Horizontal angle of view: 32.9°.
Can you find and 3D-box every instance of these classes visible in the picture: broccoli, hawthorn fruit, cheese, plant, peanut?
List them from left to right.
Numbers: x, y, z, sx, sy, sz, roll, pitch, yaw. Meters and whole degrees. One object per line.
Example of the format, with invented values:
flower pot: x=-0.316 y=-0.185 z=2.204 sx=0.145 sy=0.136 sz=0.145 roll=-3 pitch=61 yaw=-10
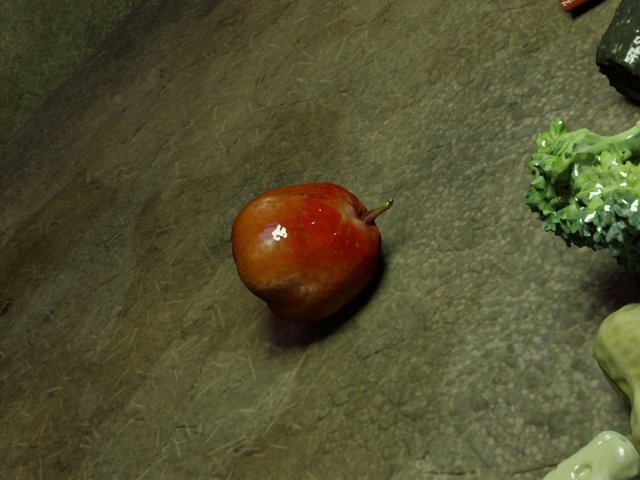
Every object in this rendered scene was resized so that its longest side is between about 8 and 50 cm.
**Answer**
hawthorn fruit: x=0.000 y=0.000 z=1.453 sx=0.225 sy=0.196 sz=0.196 roll=-26 pitch=36 yaw=13
cheese: x=0.223 y=0.257 z=1.035 sx=0.194 sy=0.043 sz=0.065 roll=-43 pitch=27 yaw=9
plant: x=0.428 y=-0.260 z=1.293 sx=0.203 sy=0.142 sz=0.131 roll=-59 pitch=23 yaw=-4
peanut: x=0.324 y=0.142 z=0.972 sx=0.123 sy=0.123 sz=0.257 roll=-41 pitch=32 yaw=8
broccoli: x=0.417 y=-0.127 z=0.987 sx=0.397 sy=0.353 sz=0.275 roll=-60 pitch=-8 yaw=-1

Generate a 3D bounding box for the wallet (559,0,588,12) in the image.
wallet: x=0.427 y=-0.411 z=1.540 sx=0.204 sy=0.045 sz=0.142 roll=-29 pitch=34 yaw=25
